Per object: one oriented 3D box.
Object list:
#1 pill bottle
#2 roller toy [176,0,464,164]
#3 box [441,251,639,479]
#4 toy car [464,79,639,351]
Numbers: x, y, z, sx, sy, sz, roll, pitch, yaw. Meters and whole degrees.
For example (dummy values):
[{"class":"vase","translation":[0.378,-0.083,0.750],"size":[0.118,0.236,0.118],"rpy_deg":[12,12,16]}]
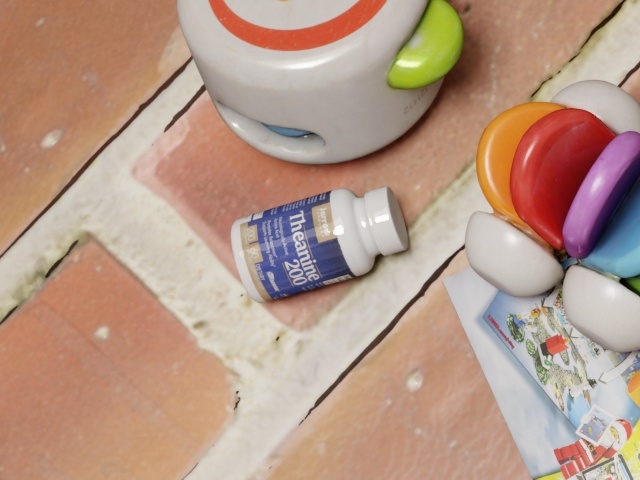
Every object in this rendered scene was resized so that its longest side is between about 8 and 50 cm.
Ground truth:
[{"class":"pill bottle","translation":[0.000,0.000,1.358],"size":[0.120,0.067,0.067],"rpy_deg":[-17,66,12]},{"class":"roller toy","translation":[-0.003,-0.163,1.376],"size":[0.191,0.146,0.209],"rpy_deg":[-20,59,1]},{"class":"box","translation":[0.202,0.096,1.267],"size":[0.159,0.044,0.233],"rpy_deg":[-26,64,7]},{"class":"toy car","translation":[0.183,-0.029,1.218],"size":[0.182,0.136,0.159],"rpy_deg":[30,81,26]}]
